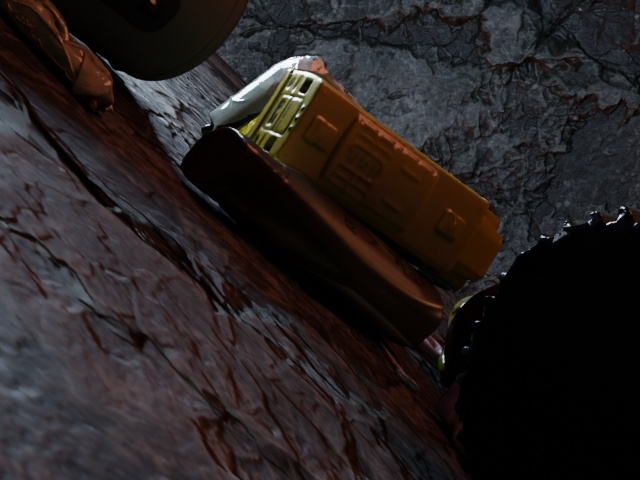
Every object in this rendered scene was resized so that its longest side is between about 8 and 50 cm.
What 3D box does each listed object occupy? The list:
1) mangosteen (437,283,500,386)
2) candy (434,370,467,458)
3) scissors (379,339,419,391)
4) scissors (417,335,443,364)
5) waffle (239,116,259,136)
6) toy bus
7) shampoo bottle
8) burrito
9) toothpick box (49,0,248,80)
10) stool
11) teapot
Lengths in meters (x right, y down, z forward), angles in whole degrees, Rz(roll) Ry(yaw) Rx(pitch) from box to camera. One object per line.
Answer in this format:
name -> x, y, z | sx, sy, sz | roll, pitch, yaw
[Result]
mangosteen -> 0.224, 0.145, 1.214 | 0.200, 0.200, 0.200 | 44, 6, -6
candy -> 0.252, 0.202, 1.010 | 0.265, 0.155, 0.116 | 40, 3, -37
scissors -> 0.079, 0.130, 1.033 | 0.036, 0.006, 0.083 | 38, 9, -37
scissors -> 0.108, 0.113, 1.265 | 0.110, 0.021, 0.212 | 46, 5, 25
waffle -> 0.001, -0.113, 1.480 | 0.324, 0.151, 0.261 | 44, 3, 1
toy bus -> 0.079, -0.057, 1.108 | 0.336, 0.121, 0.123 | 33, -4, -25
shampoo bottle -> 0.000, 0.000, 1.015 | 0.350, 0.084, 0.125 | 38, 4, -41
burrito -> -0.238, -0.183, 0.862 | 0.185, 0.041, 0.045 | 48, -2, 11
toothpick box -> -0.231, -0.314, 0.994 | 0.316, 0.229, 0.229 | 33, 14, -51
stool -> 0.324, 0.141, 0.781 | 0.330, 0.297, 0.297 | 9, 31, -42
teapot -> -0.023, -0.122, 1.209 | 0.221, 0.178, 0.163 | 42, 6, -15
